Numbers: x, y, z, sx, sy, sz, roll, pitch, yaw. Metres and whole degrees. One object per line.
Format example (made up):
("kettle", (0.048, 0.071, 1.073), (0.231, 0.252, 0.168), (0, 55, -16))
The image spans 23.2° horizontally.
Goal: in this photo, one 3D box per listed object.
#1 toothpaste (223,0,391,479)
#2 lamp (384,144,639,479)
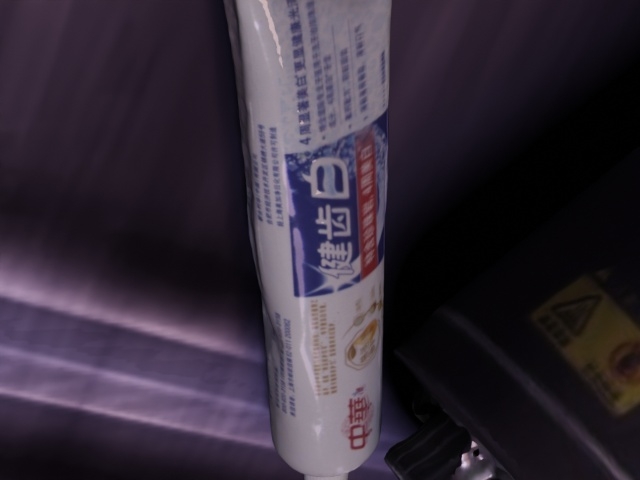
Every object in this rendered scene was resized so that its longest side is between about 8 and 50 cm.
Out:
("toothpaste", (0.000, 0.000, 0.498), (0.060, 0.038, 0.233), (-23, 133, -26))
("lamp", (0.157, 0.053, 0.529), (0.272, 0.205, 0.374), (-30, 148, -21))
